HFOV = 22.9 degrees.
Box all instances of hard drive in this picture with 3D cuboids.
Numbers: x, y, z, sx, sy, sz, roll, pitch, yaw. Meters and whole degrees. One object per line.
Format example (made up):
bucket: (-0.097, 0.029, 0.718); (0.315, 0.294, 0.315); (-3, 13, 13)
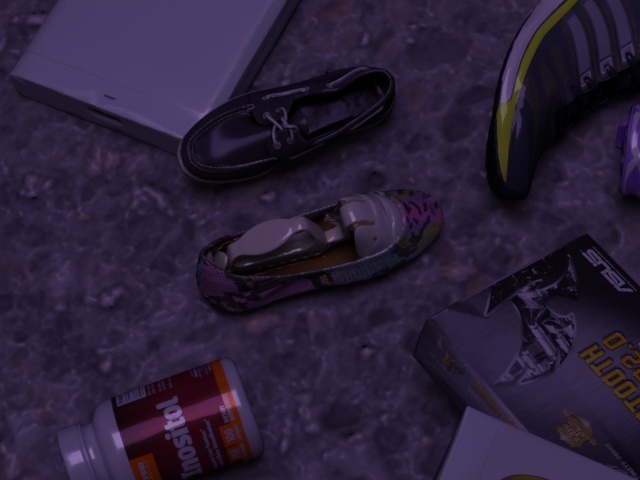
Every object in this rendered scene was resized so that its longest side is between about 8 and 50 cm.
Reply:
hard drive: (-0.129, -0.235, 1.498); (0.203, 0.040, 0.307); (22, 67, 15)

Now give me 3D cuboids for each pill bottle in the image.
pill bottle: (-0.128, 0.157, 1.267); (0.152, 0.086, 0.086); (-20, 63, -5)

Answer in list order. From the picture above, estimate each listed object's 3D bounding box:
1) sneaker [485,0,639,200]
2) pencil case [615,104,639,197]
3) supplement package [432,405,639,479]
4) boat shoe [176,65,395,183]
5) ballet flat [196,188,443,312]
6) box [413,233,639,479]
sneaker: (0.234, -0.158, 1.391); (0.121, 0.111, 0.300); (24, 69, 12)
pencil case: (0.354, -0.065, 1.344); (0.206, 0.086, 0.088); (11, 30, 8)
supplement package: (0.160, 0.279, 1.005); (0.263, 0.198, 0.199); (23, 50, 6)
boat shoe: (-0.028, -0.108, 1.391); (0.206, 0.065, 0.075); (-20, 84, -14)
ballet flat: (0.000, 0.000, 1.341); (0.222, 0.079, 0.077); (-18, 62, -5)
box: (0.214, 0.120, 1.242); (0.183, 0.056, 0.231); (-24, 60, -30)
